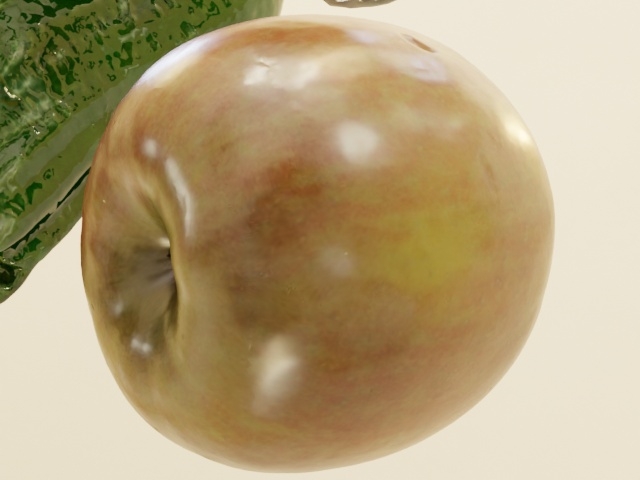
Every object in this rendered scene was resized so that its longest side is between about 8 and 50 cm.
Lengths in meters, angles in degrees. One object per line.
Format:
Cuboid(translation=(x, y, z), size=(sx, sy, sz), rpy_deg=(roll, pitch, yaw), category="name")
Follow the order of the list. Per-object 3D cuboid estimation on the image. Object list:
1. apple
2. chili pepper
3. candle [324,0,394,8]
Cuboid(translation=(0.000, 0.000, 0.761), size=(0.188, 0.174, 0.188), rpy_deg=(22, -64, 59), category="apple")
Cuboid(translation=(-0.194, -0.090, 1.050), size=(0.385, 0.167, 0.213), rpy_deg=(-33, -151, -12), category="chili pepper")
Cuboid(translation=(-0.007, -0.164, 0.477), size=(0.168, 0.192, 0.068), rpy_deg=(13, -155, 3), category="candle")
